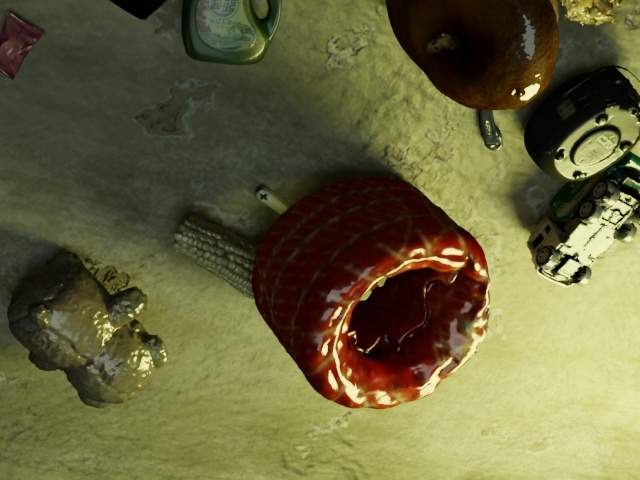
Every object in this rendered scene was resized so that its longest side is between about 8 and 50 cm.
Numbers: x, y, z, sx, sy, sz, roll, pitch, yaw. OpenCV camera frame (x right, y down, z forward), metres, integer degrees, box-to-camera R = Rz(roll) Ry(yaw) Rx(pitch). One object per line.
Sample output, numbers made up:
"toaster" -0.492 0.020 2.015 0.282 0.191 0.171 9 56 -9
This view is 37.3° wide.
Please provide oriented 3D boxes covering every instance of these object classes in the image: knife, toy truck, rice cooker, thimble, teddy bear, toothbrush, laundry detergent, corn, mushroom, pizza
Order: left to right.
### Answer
"teddy bear" -0.383 0.153 1.560 0.236 0.151 0.267 -35 124 17
"corn" -0.155 0.026 1.561 0.211 0.087 0.087 32 115 -23
"laundry detergent" -0.116 -0.348 1.299 0.137 0.063 0.210 4 123 -16
"toothbrush" 0.000 0.001 1.600 0.030 0.030 0.304 -39 124 18
"thimble" 0.083 0.084 1.510 0.350 0.230 0.350 -14 125 -22
"mushroom" 0.215 -0.322 1.290 0.267 0.254 0.267 19 149 12
"knife" 0.269 -0.196 1.515 0.031 0.018 0.121 -13 127 7
"rice cooker" 0.421 -0.181 1.493 0.142 0.118 0.203 34 117 -30
"toy truck" 0.460 -0.043 1.601 0.114 0.124 0.253 24 120 -25
"pizza" 0.385 -0.378 1.330 0.069 0.147 0.226 6 133 33

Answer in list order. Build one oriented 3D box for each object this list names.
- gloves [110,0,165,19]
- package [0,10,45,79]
"gloves" -0.264 -0.403 1.202 0.203 0.124 0.164 35 95 -39
"package" -0.429 -0.271 1.313 0.059 0.029 0.083 32 106 -33
